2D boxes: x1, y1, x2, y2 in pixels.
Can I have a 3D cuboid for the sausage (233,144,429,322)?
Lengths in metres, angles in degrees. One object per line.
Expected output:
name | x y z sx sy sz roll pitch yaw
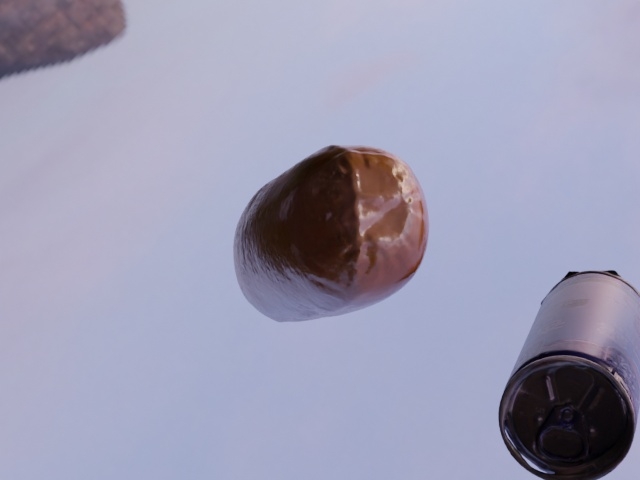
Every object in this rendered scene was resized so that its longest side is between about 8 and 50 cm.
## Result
sausage | 0.000 -0.001 0.925 0.105 0.105 0.274 -48 -174 -14

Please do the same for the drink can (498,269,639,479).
drink can | 0.196 0.095 1.039 0.097 0.097 0.235 -36 -179 22
